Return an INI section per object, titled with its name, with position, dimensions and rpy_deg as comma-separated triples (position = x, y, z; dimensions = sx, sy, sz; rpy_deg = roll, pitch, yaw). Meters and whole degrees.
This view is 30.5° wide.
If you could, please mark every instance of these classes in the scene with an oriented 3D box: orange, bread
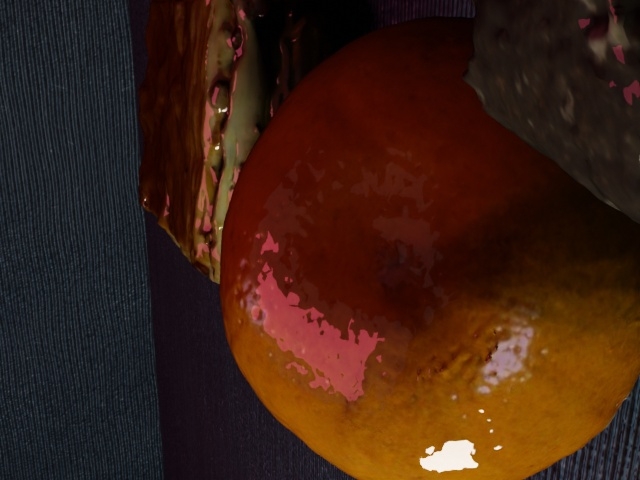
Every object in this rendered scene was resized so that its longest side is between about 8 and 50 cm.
[orange]
position = 0.063, 0.008, 0.602
dimensions = 0.171, 0.240, 0.240
rpy_deg = 14, -119, -60
[bread]
position = -0.067, -0.119, 1.100
dimensions = 0.324, 0.167, 0.277
rpy_deg = -152, 63, -67

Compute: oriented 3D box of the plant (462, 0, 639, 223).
[plant]
position = 0.154, -0.071, 0.349
dimensions = 0.149, 0.146, 0.274
rpy_deg = 67, 170, -21
